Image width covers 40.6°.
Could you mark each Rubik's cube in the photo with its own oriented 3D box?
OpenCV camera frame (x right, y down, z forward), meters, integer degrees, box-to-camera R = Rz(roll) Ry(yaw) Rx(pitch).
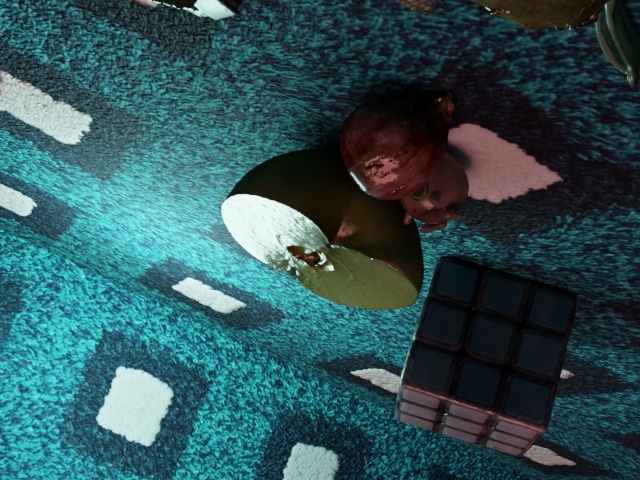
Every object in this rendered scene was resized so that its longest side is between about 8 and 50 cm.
[{"bbox_3d":[0.341,0.255,1.831,0.305,0.301,0.303,14,157,10],"label":"Rubik's cube"}]

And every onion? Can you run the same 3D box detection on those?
[{"bbox_3d":[0.125,-0.153,1.293,0.195,0.159,0.159,-35,128,29],"label":"onion"}]

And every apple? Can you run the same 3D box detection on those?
[{"bbox_3d":[0.000,0.000,1.562,0.312,0.320,0.360,-15,174,-19],"label":"apple"}]

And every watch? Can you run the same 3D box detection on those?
[{"bbox_3d":[0.391,-0.247,0.924,0.195,0.068,0.237,15,157,15],"label":"watch"}]

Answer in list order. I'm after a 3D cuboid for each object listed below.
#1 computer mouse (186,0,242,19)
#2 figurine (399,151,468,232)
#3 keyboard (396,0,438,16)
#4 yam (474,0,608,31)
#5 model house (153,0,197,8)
[{"bbox_3d":[-0.184,-0.358,1.146,0.126,0.071,0.231,13,158,16],"label":"computer mouse"},{"bbox_3d":[0.178,-0.088,1.409,0.125,0.138,0.125,-19,172,-3],"label":"figurine"},{"bbox_3d":[0.067,-0.333,1.073,0.176,0.014,0.055,23,155,-10],"label":"keyboard"},{"bbox_3d":[0.228,-0.319,0.736,0.195,0.195,0.300,22,159,-4],"label":"yam"},{"bbox_3d":[-0.137,-0.351,0.941,0.166,0.172,0.183,30,142,-28],"label":"model house"}]
